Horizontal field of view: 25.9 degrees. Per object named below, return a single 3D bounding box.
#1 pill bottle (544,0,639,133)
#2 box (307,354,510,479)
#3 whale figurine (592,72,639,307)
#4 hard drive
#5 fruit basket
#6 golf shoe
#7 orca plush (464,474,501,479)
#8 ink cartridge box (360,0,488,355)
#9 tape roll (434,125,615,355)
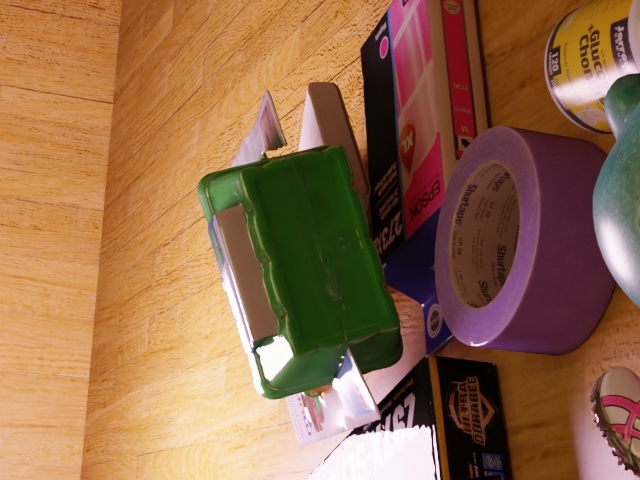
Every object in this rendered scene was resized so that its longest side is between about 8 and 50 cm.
[{"bbox_3d":[0.246,-0.140,0.997,0.184,0.103,0.103,165,112,-69],"label":"pill bottle"},{"bbox_3d":[0.080,0.292,1.330,0.322,0.079,0.257,126,147,-53],"label":"box"},{"bbox_3d":[0.247,-0.069,0.834,0.216,0.141,0.272,22,116,46],"label":"whale figurine"},{"bbox_3d":[0.000,0.000,1.616,0.203,0.040,0.308,-105,18,-46],"label":"hard drive"},{"bbox_3d":[-0.044,0.048,1.435,0.353,0.165,0.327,143,111,-68],"label":"fruit basket"},{"bbox_3d":[0.250,0.143,0.963,0.086,0.067,0.186,-44,31,14],"label":"golf shoe"},{"bbox_3d":[0.170,0.321,1.069,0.151,0.102,0.287,70,-170,-72],"label":"orca plush"},{"bbox_3d":[0.109,-0.085,1.418,0.176,0.069,0.371,130,140,-56],"label":"ink cartridge box"},{"bbox_3d":[0.172,0.001,1.182,0.189,0.080,0.189,-172,90,-69],"label":"tape roll"}]
